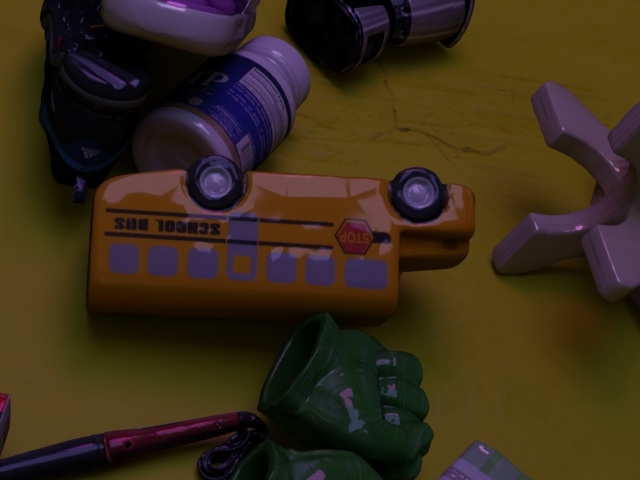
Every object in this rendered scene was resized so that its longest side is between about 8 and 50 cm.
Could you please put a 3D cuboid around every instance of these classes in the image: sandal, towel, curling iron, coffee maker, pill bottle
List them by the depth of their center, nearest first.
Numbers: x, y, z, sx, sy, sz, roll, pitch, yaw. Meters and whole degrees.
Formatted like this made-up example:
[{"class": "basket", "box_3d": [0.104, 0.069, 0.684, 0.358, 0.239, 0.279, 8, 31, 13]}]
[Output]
[{"class": "curling iron", "box_3d": [-0.162, 0.178, 1.233, 0.274, 0.035, 0.068, -2, 49, -22]}, {"class": "towel", "box_3d": [0.138, 0.241, 1.293, 0.113, 0.023, 0.152, 36, 46, 14]}, {"class": "pill bottle", "box_3d": [-0.089, -0.121, 1.489, 0.112, 0.112, 0.187, 31, 44, 10]}, {"class": "sandal", "box_3d": [-0.129, -0.262, 1.504, 0.169, 0.102, 0.416, 15, 15, -13]}, {"class": "coffee maker", "box_3d": [0.051, -0.267, 1.696, 0.178, 0.120, 0.171, -19, 33, -34]}]

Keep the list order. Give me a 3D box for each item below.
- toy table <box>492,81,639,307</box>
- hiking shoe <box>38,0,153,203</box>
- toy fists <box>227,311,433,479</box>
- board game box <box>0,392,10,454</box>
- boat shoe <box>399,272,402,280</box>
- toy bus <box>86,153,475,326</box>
[{"class": "toy table", "box_3d": [0.300, -0.039, 1.488, 0.161, 0.252, 0.274, 15, 34, -31]}, {"class": "hiking shoe", "box_3d": [-0.230, -0.154, 1.471, 0.113, 0.132, 0.304, 18, 21, -13]}, {"class": "toy fists", "box_3d": [0.016, 0.184, 1.234, 0.142, 0.096, 0.279, 40, 40, -17]}, {"class": "board game box", "box_3d": [-0.403, 0.167, 1.127, 0.305, 0.053, 0.193, 13, 45, -2]}, {"class": "boat shoe", "box_3d": [0.000, 0.000, 1.445, 0.170, 0.059, 0.063, 16, 45, -5]}, {"class": "toy bus", "box_3d": [-0.036, 0.004, 1.348, 0.332, 0.108, 0.130, 3, 77, -9]}]
